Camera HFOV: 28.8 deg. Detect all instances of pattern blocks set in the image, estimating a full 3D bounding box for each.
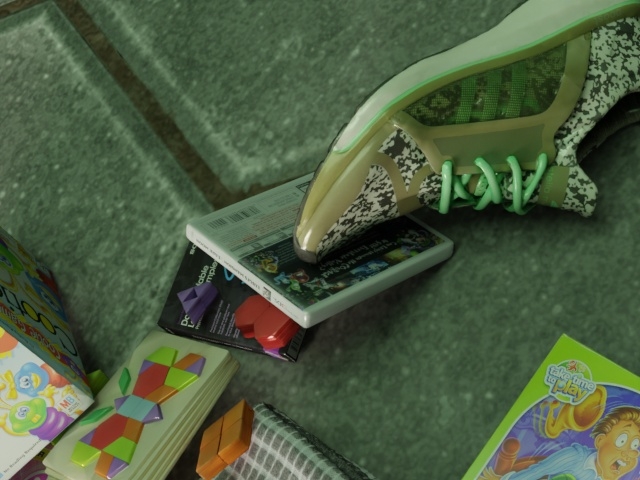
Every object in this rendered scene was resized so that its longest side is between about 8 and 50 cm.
[{"bbox_3d":[-0.163,0.160,1.141,0.285,0.026,0.324,-8,42,40],"label":"pattern blocks set"}]

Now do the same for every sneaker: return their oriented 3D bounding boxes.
[{"bbox_3d":[0.163,-0.083,1.111,0.410,0.158,0.182,-34,71,-7],"label":"sneaker"}]

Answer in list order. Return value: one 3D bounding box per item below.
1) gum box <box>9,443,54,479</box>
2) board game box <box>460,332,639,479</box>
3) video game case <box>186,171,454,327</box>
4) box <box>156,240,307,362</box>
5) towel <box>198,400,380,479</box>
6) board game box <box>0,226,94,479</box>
[{"bbox_3d":[-0.249,0.262,1.219,0.188,0.062,0.107,9,70,30],"label":"gum box"},{"bbox_3d":[0.268,0.257,0.949,0.347,0.078,0.233,31,82,35],"label":"board game box"},{"bbox_3d":[0.000,0.000,1.180,0.190,0.022,0.173,-24,44,-36],"label":"video game case"},{"bbox_3d":[-0.078,0.051,1.259,0.162,0.029,0.116,9,70,32],"label":"box"},{"bbox_3d":[-0.040,0.271,1.012,0.235,0.121,0.284,-53,25,-8],"label":"towel"},{"bbox_3d":[-0.346,0.097,1.249,0.144,0.142,0.275,-42,32,3],"label":"board game box"}]
